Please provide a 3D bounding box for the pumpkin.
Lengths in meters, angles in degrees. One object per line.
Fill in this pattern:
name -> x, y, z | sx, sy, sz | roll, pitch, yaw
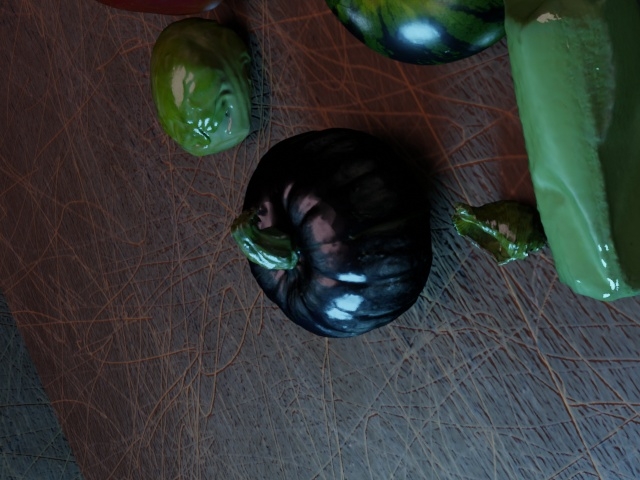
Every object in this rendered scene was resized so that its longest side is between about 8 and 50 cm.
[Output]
pumpkin -> 0.000, 0.000, 1.428 | 0.296, 0.296, 0.295 | 24, 121, 48

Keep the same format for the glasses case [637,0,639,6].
glasses case -> 0.362, -0.247, 1.019 | 0.233, 0.059, 0.092 | -37, 76, 54

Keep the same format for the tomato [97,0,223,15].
tomato -> -0.251, -0.495, 1.591 | 0.325, 0.293, 0.289 | -31, 60, 47

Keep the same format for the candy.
candy -> 0.269, -0.107, 1.088 | 0.142, 0.132, 0.343 | 1, 120, 35

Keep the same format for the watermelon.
watermelon -> 0.123, -0.323, 1.159 | 0.269, 0.269, 0.269 | 24, 121, 48

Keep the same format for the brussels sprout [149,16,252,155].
brussels sprout -> -0.201, -0.249, 1.709 | 0.223, 0.161, 0.223 | 10, 103, 52

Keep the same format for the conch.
conch -> 0.216, -0.010, 1.293 | 0.121, 0.074, 0.089 | 18, 125, 6
